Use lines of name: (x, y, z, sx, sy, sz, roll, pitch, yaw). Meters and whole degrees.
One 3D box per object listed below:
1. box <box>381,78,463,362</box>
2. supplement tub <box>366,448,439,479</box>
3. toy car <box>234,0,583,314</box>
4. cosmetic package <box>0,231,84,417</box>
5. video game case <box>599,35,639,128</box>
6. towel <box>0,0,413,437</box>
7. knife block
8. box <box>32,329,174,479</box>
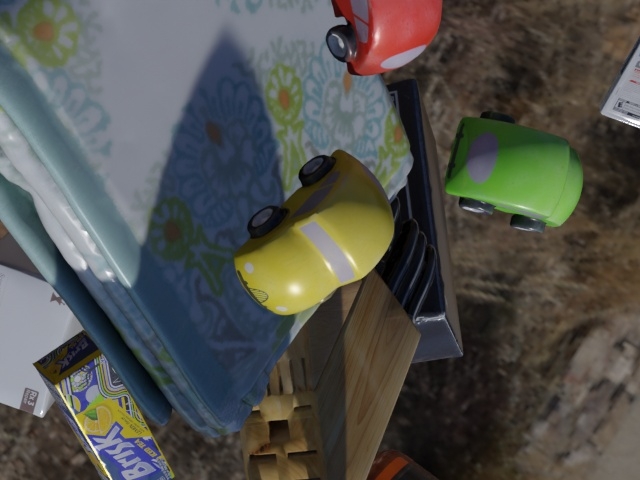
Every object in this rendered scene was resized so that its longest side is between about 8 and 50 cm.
box: (0.000, 0.000, 1.581, 0.294, 0.296, 0.183, -9, 159, 12)
supplement tub: (0.082, 0.265, 1.246, 0.106, 0.198, 0.106, -46, 159, -23)
toy car: (0.076, -0.056, 0.774, 0.225, 0.053, 0.239, 16, 87, -32)
cosmetic package: (-0.397, 0.073, 2.013, 0.156, 0.385, 0.217, 21, 109, 1)
video game case: (0.260, -0.126, 0.933, 0.087, 0.011, 0.122, 19, 122, -11)
towel: (-0.088, -0.090, 0.947, 0.320, 0.090, 0.374, -55, 131, -36)
knife block: (0.030, 0.100, 1.193, 0.242, 0.088, 0.276, -2, 82, -52)
box: (-0.201, 0.170, 1.264, 0.059, 0.054, 0.169, -34, 126, -18)
